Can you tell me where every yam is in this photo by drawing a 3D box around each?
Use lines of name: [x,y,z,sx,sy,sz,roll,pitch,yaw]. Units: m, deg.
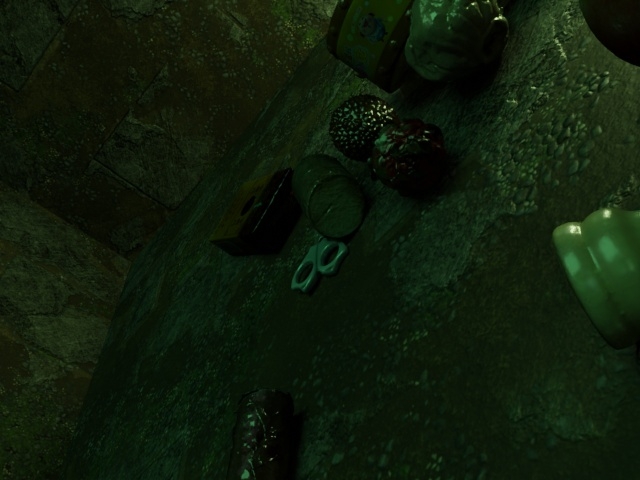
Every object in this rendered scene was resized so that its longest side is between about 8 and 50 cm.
yam: [-0.120,0.431,1.208,0.131,0.131,0.280,-38,30,32]
yam: [0.017,-0.129,1.689,0.168,0.168,0.304,-50,22,9]

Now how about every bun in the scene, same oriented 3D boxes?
bun: [0.334,-0.491,1.493,0.281,0.281,0.205,-48,57,14]

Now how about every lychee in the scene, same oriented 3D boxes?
lychee: [0.116,-0.305,1.701,0.200,0.200,0.238,-54,44,0]

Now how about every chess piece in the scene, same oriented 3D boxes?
chess piece: [0.440,-0.008,0.712,0.299,0.167,0.167,-31,31,27]

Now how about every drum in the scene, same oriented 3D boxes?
drum: [0.218,-0.642,1.729,0.431,0.214,0.431,-54,-8,-11]

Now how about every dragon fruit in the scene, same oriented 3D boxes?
dragon fruit: [0.197,-0.188,1.411,0.182,0.182,0.188,-54,42,-1]

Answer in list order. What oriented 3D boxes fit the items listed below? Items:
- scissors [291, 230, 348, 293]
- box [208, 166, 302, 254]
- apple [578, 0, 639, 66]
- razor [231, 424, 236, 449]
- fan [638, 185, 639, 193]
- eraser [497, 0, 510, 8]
scissors: [0.001,0.001,1.703,0.191,0.029,0.360,-38,25,25]
box: [-0.206,-0.087,2.115,0.264,0.115,0.415,-60,23,-17]
apple: [0.548,-0.400,0.886,0.348,0.277,0.349,-45,25,28]
razor: [-0.146,0.406,1.403,0.190,0.033,0.066,-38,28,32]
fan: [0.448,0.004,0.851,0.152,0.008,0.227,-29,33,45]
eraser: [0.540,-0.759,1.660,0.397,0.082,0.213,-45,25,19]
